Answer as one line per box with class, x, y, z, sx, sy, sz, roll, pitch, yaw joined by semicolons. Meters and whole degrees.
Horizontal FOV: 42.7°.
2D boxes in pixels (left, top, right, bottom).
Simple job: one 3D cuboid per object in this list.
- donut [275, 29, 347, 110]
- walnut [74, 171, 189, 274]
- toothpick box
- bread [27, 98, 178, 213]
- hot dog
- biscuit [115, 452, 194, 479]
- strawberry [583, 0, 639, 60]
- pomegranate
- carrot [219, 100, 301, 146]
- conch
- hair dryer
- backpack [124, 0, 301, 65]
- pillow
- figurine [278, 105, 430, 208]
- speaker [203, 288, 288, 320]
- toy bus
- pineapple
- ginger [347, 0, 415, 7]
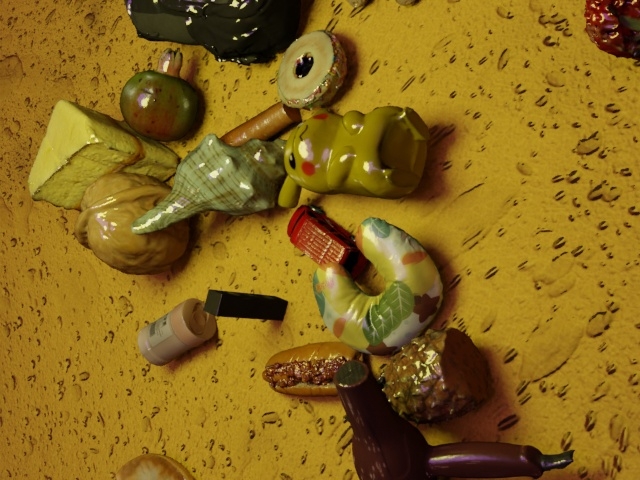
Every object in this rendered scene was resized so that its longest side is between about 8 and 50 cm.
donut;-0.015;-0.336;1.634;0.175;0.068;0.174;-17;63;37
walnut;-0.404;-0.039;1.775;0.257;0.257;0.224;-35;63;28
toothpick box;-0.309;0.198;1.760;0.149;0.098;0.098;-32;65;30
bread;-0.489;-0.146;1.851;0.198;0.263;0.236;37;103;41
hot dog;-0.013;0.243;1.541;0.249;0.076;0.102;-9;74;37
biscuit;-0.323;0.583;1.744;0.204;0.040;0.309;-46;59;23
strawberry;0.477;-0.375;1.212;0.184;0.187;0.201;-10;56;1
pomegranate;-0.351;-0.326;1.835;0.180;0.180;0.209;29;103;37
carrot;-0.144;-0.222;1.727;0.225;0.067;0.067;-27;67;29
conch;-0.207;-0.134;1.645;0.386;0.169;0.203;-13;45;-9
hair dryer;0.205;0.301;1.239;0.340;0.312;0.123;-6;36;19
backpack;-0.240;-0.564;1.743;0.446;0.255;0.363;8;89;24
pillow;0.100;0.090;1.443;0.214;0.086;0.233;48;114;4
figurine;0.053;-0.165;1.505;0.327;0.169;0.218;8;72;36
speaker;-0.142;0.127;1.585;0.040;0.191;0.046;16;93;38
toy bus;0.000;0.000;1.562;0.195;0.089;0.081;38;105;35
pineapple;0.138;0.249;1.382;0.279;0.158;0.157;-27;67;35
ginger;0.155;-0.507;1.547;0.259;0.065;0.149;-30;68;28
